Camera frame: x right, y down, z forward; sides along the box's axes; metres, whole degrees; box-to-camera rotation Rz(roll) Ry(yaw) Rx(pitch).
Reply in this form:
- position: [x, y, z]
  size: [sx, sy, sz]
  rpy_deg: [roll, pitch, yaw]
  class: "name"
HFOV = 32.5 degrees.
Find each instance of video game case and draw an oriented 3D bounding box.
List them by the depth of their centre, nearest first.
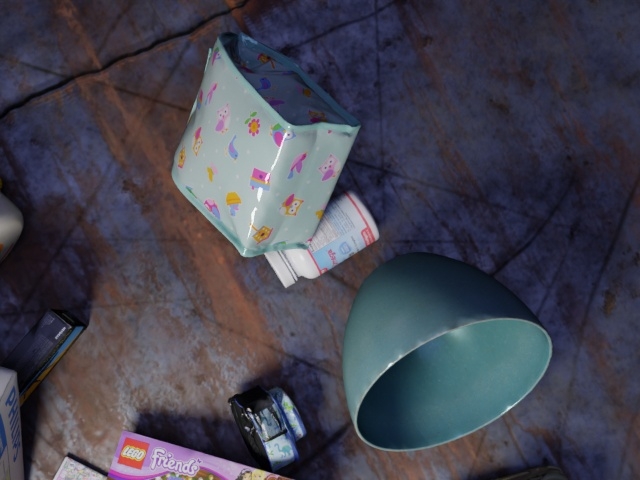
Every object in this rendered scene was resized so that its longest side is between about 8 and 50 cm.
- position: [-0.337, 0.380, 1.596]
  size: [0.122, 0.011, 0.087]
  rpy_deg: [28, 75, -2]
  class: "video game case"

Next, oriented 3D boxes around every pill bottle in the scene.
- position: [0.000, 0.000, 1.609]
  size: [0.160, 0.087, 0.087]
  rpy_deg: [-32, 88, -4]
  class: "pill bottle"

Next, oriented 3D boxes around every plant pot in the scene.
- position: [0.148, 0.131, 1.538]
  size: [0.290, 0.290, 0.195]
  rpy_deg: [-22, 52, -4]
  class: "plant pot"

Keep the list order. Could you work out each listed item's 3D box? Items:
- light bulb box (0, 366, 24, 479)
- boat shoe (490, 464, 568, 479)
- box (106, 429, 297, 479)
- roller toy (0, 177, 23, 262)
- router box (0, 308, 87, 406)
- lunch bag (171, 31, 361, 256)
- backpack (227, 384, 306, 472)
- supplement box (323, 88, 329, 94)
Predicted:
- position: [-0.537, 0.369, 1.356]
  size: [0.225, 0.358, 0.361]
  rpy_deg: [15, 49, -1]
  class: "light bulb box"
- position: [0.233, 0.408, 1.604]
  size: [0.285, 0.089, 0.104]
  rpy_deg: [-15, 113, -1]
  class: "boat shoe"
- position: [-0.170, 0.400, 1.531]
  size: [0.293, 0.057, 0.201]
  rpy_deg: [12, 74, 16]
  class: "box"
- position: [-0.525, -0.013, 1.529]
  size: [0.146, 0.191, 0.209]
  rpy_deg: [42, 85, 1]
  class: "roller toy"
- position: [-0.412, 0.177, 1.552]
  size: [0.046, 0.133, 0.179]
  rpy_deg: [40, 86, 1]
  class: "router box"
- position: [-0.095, -0.139, 1.528]
  size: [0.262, 0.160, 0.223]
  rpy_deg: [46, 126, 37]
  class: "lunch bag"
- position: [-0.069, 0.269, 1.579]
  size: [0.084, 0.105, 0.114]
  rpy_deg: [-22, 98, -15]
  class: "backpack"
- position: [0.000, -0.167, 1.621]
  size: [0.056, 0.083, 0.083]
  rpy_deg: [-26, 88, -5]
  class: "supplement box"
